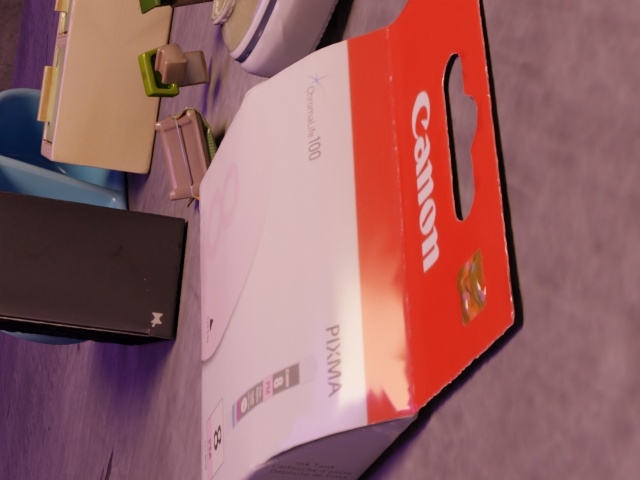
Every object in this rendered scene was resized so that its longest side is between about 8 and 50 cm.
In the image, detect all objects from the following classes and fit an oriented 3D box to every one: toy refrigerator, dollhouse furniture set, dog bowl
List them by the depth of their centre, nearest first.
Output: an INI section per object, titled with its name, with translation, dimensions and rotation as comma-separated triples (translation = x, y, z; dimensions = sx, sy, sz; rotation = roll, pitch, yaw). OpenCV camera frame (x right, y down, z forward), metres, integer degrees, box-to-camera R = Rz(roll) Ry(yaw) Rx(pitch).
[dollhouse furniture set]
translation = -0.080, -0.102, 0.906
dimensions = 0.076, 0.059, 0.151
rotation = -7, 96, 65
[toy refrigerator]
translation = -0.183, -0.199, 1.153
dimensions = 0.102, 0.094, 0.269
rotation = -156, 73, -72
[dog bowl]
translation = -0.254, -0.035, 1.217
dimensions = 0.074, 0.166, 0.297
rotation = -58, 28, 30

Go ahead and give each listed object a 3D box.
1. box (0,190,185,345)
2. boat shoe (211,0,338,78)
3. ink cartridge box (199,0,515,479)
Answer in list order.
[box]
translation = -0.196, 0.024, 0.999
dimensions = 0.158, 0.156, 0.093
rotation = 164, 113, -71
[boat shoe]
translation = -0.023, -0.234, 0.659
dimensions = 0.109, 0.094, 0.302
rotation = -146, 65, -71
[ink cartridge box]
translation = 0.000, 0.000, 0.563
dimensions = 0.232, 0.066, 0.189
rotation = 117, 154, -57
